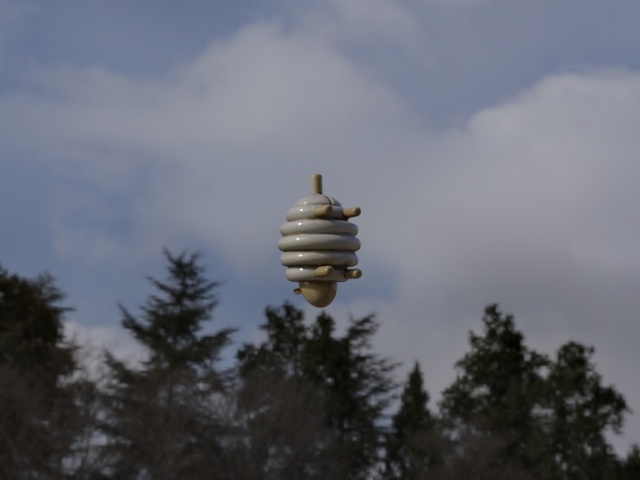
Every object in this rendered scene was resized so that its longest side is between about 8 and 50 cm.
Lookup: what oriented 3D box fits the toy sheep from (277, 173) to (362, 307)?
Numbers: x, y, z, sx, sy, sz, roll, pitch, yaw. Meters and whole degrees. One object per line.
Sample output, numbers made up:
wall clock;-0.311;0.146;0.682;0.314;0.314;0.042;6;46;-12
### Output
toy sheep;0.000;0.000;0.937;0.091;0.132;0.091;3;-8;0
